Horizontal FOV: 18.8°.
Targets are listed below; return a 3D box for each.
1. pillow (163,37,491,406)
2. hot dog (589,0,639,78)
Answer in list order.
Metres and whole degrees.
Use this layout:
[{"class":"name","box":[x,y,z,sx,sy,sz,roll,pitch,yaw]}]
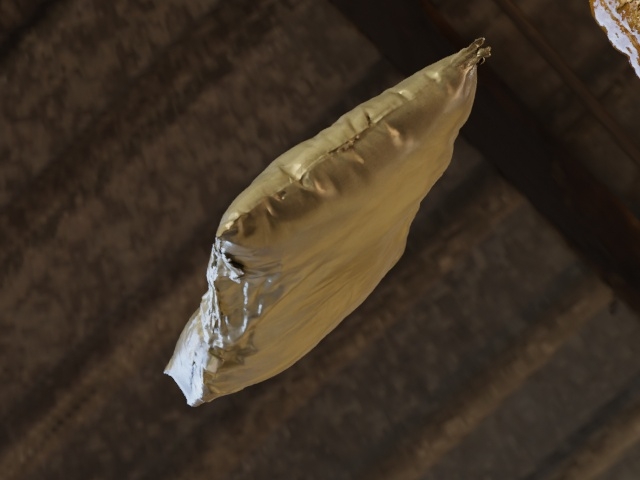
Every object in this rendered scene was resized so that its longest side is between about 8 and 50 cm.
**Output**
[{"class":"pillow","box":[0.000,0.000,0.899,0.148,0.229,0.050,-38,-101,-21]},{"class":"hot dog","box":[0.214,-0.069,1.041,0.047,0.066,0.215,-31,-99,-25]}]
